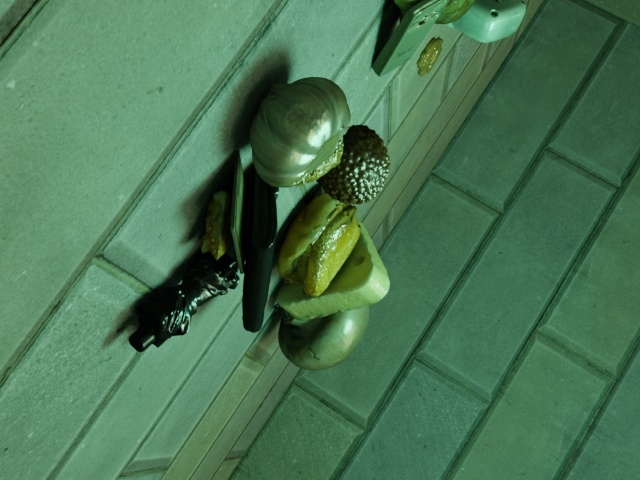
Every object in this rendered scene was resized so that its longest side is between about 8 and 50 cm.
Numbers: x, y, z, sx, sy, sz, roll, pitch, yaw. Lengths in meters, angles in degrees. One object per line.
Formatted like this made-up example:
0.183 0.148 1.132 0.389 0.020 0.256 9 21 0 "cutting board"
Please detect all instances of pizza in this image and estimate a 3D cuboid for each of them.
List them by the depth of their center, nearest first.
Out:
-0.202 -0.028 1.440 0.175 0.046 0.134 93 13 -51 "pizza"

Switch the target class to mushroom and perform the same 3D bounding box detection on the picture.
-0.012 0.253 2.450 0.362 0.294 0.362 -38 -147 30 "mushroom"

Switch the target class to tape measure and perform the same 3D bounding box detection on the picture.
0.466 -0.688 2.091 0.243 0.246 0.125 -41 156 -37 "tape measure"

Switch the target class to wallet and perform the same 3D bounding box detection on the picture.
-0.136 0.023 1.627 0.406 0.062 0.228 105 -11 -57 "wallet"

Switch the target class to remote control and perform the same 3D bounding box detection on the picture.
0.214 -0.500 1.766 0.123 0.038 0.285 -34 174 -18 "remote control"

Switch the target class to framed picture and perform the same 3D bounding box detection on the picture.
-0.161 -0.052 1.459 0.231 0.010 0.173 92 -2 -65 "framed picture"

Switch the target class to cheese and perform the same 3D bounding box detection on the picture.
0.054 0.062 2.280 0.104 0.384 0.384 42 77 -35 "cheese"

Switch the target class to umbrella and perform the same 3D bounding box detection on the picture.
-0.273 0.124 1.448 0.122 0.110 0.272 -19 -158 48 "umbrella"

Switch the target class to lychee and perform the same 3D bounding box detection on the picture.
0.073 -0.200 1.802 0.200 0.200 0.238 -43 120 -51 "lychee"

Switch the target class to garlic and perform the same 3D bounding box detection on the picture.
-0.047 -0.213 1.381 0.228 0.152 0.228 -49 165 -19 "garlic"

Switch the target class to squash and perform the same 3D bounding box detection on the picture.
0.214 -0.568 1.728 0.083 0.083 0.250 -59 171 4 "squash"

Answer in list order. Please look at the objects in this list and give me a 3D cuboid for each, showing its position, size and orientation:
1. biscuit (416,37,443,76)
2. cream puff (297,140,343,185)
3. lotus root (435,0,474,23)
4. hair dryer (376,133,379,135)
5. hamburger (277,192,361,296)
0.357 -0.596 2.349 0.133 0.027 0.184 -56 168 0 "biscuit"
-0.023 -0.199 1.581 0.189 0.129 0.189 -51 168 -16 "cream puff"
0.337 -0.655 1.834 0.173 0.173 0.309 -50 172 -34 "lotus root"
0.138 -0.253 2.276 0.182 0.064 0.117 -67 166 4 "hair dryer"
0.000 0.000 2.066 0.314 0.170 0.290 -56 171 -14 "hamburger"
